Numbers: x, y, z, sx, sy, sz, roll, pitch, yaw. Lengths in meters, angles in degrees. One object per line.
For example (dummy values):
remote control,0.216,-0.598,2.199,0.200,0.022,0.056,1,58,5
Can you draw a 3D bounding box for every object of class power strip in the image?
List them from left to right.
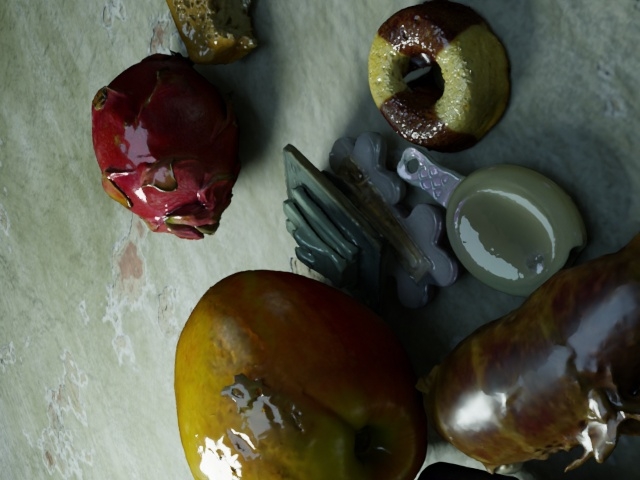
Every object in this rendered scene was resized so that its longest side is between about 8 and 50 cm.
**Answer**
power strip,0.000,0.000,0.929,0.213,0.064,0.198,46,161,28

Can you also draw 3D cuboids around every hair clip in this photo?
hair clip,0.081,-0.032,0.904,0.257,0.075,0.146,50,131,19

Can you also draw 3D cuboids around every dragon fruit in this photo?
dragon fruit,-0.240,-0.157,1.099,0.250,0.250,0.315,-9,75,46

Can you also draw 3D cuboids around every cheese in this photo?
cheese,0.178,-0.034,0.785,0.227,0.064,0.137,38,121,26

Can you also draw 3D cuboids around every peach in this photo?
peach,-0.039,0.195,0.895,0.372,0.372,0.290,25,84,40

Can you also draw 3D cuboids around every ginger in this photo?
ginger,0.270,0.136,0.665,0.418,0.176,0.254,-38,66,38

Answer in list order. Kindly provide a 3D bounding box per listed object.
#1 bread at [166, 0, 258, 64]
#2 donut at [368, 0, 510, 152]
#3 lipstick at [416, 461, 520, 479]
bread,-0.175,-0.457,1.055,0.185,0.109,0.381,-27,80,37
donut,0.127,-0.191,0.821,0.166,0.073,0.184,-36,74,41
lipstick,0.195,0.282,0.719,0.299,0.081,0.081,160,97,-67
